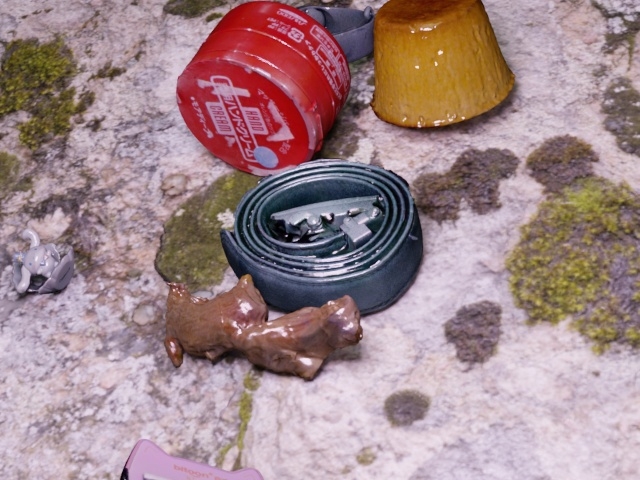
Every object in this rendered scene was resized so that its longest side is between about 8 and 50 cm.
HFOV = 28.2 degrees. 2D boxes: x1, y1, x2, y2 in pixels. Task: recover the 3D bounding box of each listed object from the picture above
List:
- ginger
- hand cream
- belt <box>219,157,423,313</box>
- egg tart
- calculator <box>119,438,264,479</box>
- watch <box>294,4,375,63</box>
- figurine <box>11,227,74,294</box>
[{"bbox_3d":[-0.071,0.106,1.581,0.290,0.084,0.122,2,79,28],"label":"ginger"},{"bbox_3d":[-0.078,-0.216,1.808,0.230,0.230,0.149,12,52,27],"label":"hand cream"},{"bbox_3d":[0.000,0.000,1.651,0.267,0.116,0.206,-1,50,14],"label":"belt"},{"bbox_3d":[0.165,-0.261,1.815,0.215,0.171,0.215,-11,29,6],"label":"egg tart"},{"bbox_3d":[-0.125,0.328,1.336,0.194,0.043,0.294,19,25,-18],"label":"calculator"},{"bbox_3d":[-0.005,-0.311,1.950,0.206,0.068,0.193,-21,28,-32],"label":"watch"},{"bbox_3d":[-0.389,0.036,1.758,0.086,0.082,0.094,28,63,11],"label":"figurine"}]
